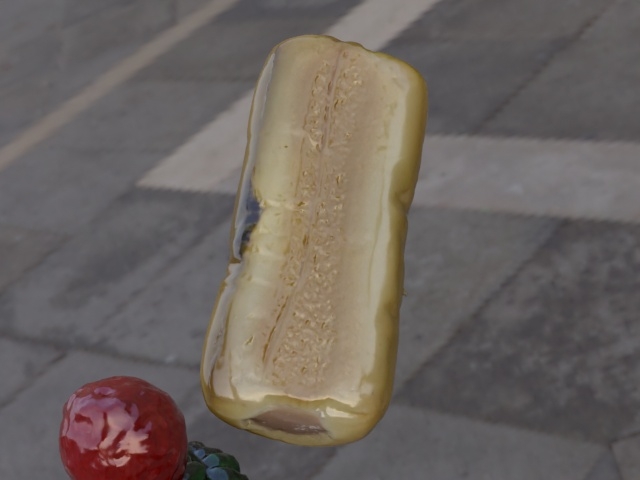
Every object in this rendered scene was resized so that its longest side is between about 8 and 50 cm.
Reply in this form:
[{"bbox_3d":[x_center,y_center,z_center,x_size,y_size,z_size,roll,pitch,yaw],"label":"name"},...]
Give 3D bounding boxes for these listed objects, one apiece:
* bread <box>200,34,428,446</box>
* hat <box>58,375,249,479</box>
[{"bbox_3d":[0.000,0.000,1.119,0.142,0.305,0.091,11,-16,-3],"label":"bread"},{"bbox_3d":[-0.181,0.261,1.363,0.242,0.332,0.274,-3,40,10],"label":"hat"}]
